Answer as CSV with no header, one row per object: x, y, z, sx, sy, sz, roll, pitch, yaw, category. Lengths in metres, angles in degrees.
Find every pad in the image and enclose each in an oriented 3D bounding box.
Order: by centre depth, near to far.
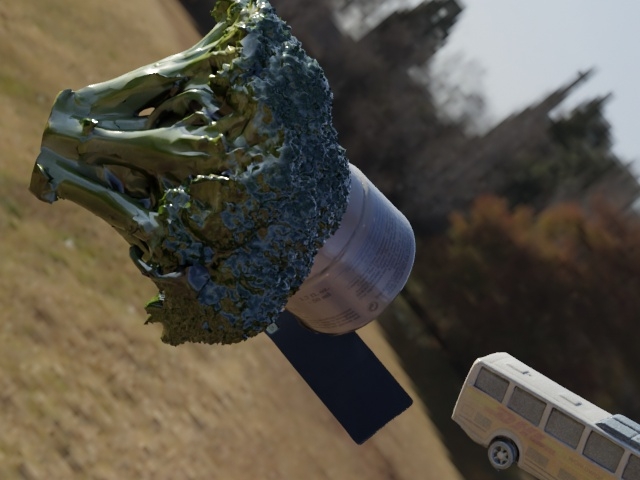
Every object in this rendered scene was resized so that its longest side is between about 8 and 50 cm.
0.022,0.155,2.056,0.193,0.116,0.004,49,-41,9,pad

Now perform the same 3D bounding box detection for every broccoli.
-0.114,-0.056,1.506,0.283,0.321,0.304,13,-26,-5,broccoli

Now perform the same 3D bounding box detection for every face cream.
0.000,0.000,1.894,0.153,0.177,0.177,43,7,-40,face cream

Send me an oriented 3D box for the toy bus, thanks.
0.344,0.282,2.255,0.342,0.138,0.097,29,20,30,toy bus
